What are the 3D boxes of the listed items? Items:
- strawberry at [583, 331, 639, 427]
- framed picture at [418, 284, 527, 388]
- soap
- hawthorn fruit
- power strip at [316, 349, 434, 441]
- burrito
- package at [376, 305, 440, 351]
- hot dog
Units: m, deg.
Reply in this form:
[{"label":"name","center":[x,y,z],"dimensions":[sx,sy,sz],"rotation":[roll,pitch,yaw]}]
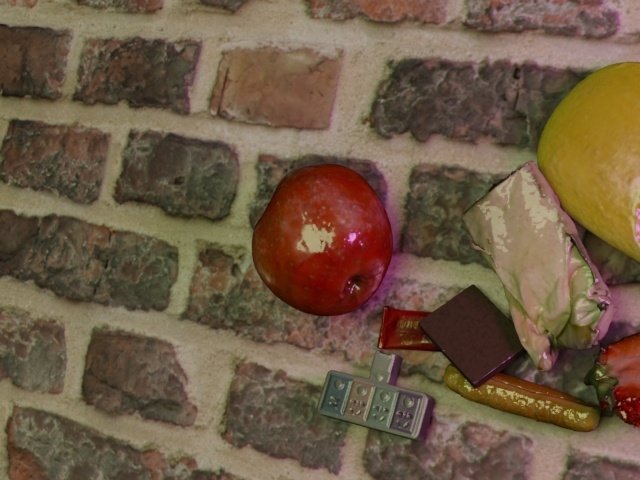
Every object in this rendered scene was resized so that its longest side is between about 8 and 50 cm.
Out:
[{"label":"strawberry","center":[0.558,0.216,1.824],"dimensions":[0.228,0.098,0.174],"rotation":[-26,34,1]},{"label":"framed picture","center":[0.273,0.168,1.976],"dimensions":[0.128,0.023,0.168],"rotation":[-34,50,-9]},{"label":"soap","center":[0.563,-0.125,1.876],"dimensions":[0.427,0.115,0.306],"rotation":[42,100,31]},{"label":"hawthorn fruit","center":[0.000,0.000,2.063],"dimensions":[0.284,0.284,0.284],"rotation":[-6,77,27]},{"label":"power strip","center":[0.111,0.280,2.072],"dimensions":[0.215,0.061,0.145],"rotation":[11,78,28]},{"label":"burrito","center":[0.386,0.049,1.925],"dimensions":[0.190,0.135,0.332],"rotation":[-36,68,25]},{"label":"package","center":[0.198,0.168,2.064],"dimensions":[0.200,0.022,0.083],"rotation":[2,81,30]},{"label":"hot dog","center":[0.346,0.273,1.931],"dimensions":[0.285,0.088,0.061],"rotation":[14,94,33]}]
